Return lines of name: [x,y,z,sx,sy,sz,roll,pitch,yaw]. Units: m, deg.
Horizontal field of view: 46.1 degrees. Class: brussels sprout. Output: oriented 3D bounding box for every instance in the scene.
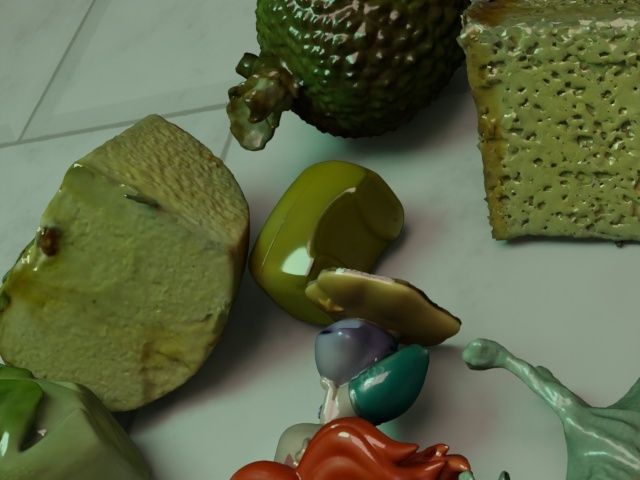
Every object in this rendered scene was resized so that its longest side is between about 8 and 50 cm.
brussels sprout: [-0.364,0.266,0.764,0.355,0.281,0.289,-22,22,-9]

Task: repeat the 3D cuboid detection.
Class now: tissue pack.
tissue pack: [0.000,0.000,0.856,0.127,0.123,0.178,12,64,41]

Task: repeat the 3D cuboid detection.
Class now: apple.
apple: [-0.243,0.034,0.891,0.309,0.252,0.314,-57,49,27]

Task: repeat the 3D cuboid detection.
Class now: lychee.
lychee: [0.037,-0.253,0.943,0.320,0.270,0.270,-5,45,-16]

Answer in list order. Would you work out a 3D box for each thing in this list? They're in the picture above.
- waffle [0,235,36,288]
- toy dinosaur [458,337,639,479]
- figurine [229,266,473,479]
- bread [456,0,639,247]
waffle: [-0.376,0.045,1.086,0.208,0.054,0.214,21,73,34]
toy dinosaur: [0.231,0.148,0.610,0.393,0.092,0.205,-19,40,-25]
figurine: [0.035,0.172,0.678,0.208,0.181,0.257,14,68,5]
bread: [0.301,-0.156,0.846,0.248,0.279,0.315,1,14,30]
